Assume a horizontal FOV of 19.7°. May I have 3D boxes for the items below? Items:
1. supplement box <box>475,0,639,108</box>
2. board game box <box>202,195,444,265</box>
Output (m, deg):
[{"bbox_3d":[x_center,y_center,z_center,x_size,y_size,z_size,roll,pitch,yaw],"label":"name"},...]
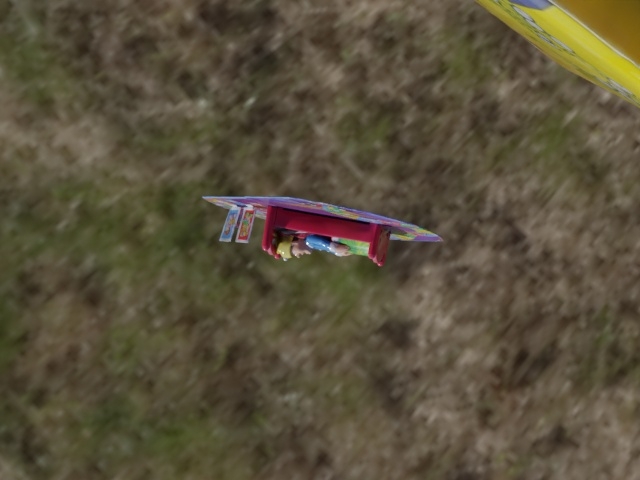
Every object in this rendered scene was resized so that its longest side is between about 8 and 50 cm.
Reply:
[{"bbox_3d":[0.146,-0.242,0.641,0.194,0.195,0.356,35,96,-19],"label":"supplement box"},{"bbox_3d":[0.000,0.000,1.254,0.169,0.133,0.033,3,80,56],"label":"board game box"}]
